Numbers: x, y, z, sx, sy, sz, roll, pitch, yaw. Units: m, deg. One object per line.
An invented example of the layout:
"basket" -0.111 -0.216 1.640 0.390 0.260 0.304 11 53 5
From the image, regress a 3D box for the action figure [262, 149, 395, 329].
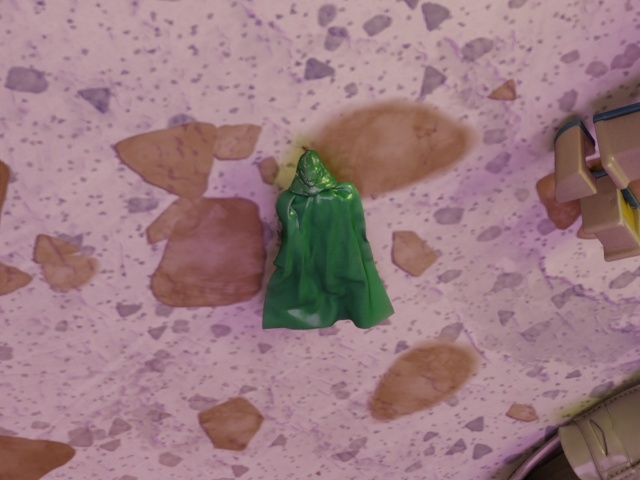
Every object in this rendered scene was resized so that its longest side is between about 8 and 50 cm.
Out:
"action figure" 0.000 0.000 1.313 0.137 0.063 0.232 -10 140 -4

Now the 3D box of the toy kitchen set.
"toy kitchen set" 0.344 -0.087 1.316 0.207 0.122 0.166 -15 141 29

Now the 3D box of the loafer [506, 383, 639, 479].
"loafer" 0.343 0.261 1.649 0.111 0.112 0.319 14 130 -39
